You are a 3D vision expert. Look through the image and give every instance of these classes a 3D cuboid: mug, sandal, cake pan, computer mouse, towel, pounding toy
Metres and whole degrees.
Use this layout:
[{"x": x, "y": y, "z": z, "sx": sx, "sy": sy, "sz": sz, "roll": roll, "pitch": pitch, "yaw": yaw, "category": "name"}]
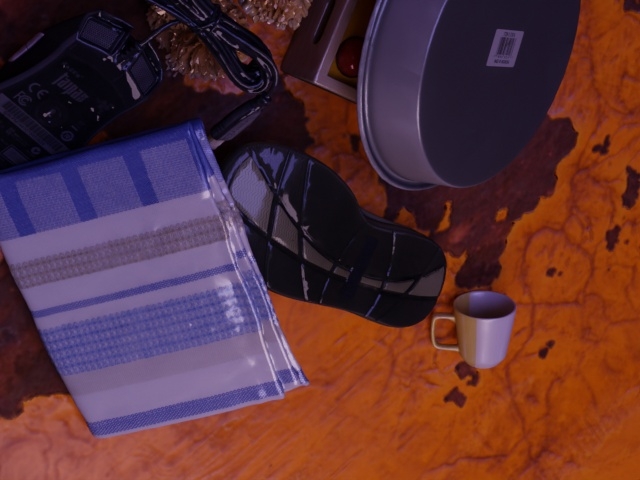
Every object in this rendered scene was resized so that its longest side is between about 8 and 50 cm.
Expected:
[{"x": 0.155, "y": 0.090, "z": 1.566, "sx": 0.062, "sy": 0.078, "sz": 0.064, "roll": -36, "pitch": 133, "yaw": -50, "category": "mug"}, {"x": 0.000, "y": 0.002, "z": 1.445, "sx": 0.303, "sy": 0.086, "sz": 0.120, "roll": 32, "pitch": 90, "yaw": -46, "category": "sandal"}, {"x": 0.143, "y": -0.175, "z": 1.403, "sx": 0.293, "sy": 0.054, "sz": 0.293, "roll": -33, "pitch": 136, "yaw": -40, "category": "cake pan"}, {"x": -0.162, "y": -0.123, "z": 1.294, "sx": 0.262, "sy": 0.060, "sz": 0.184, "roll": -37, "pitch": 125, "yaw": 25, "category": "computer mouse"}, {"x": -0.150, "y": 0.039, "z": 1.346, "sx": 0.209, "sy": 0.034, "sz": 0.285, "roll": -15, "pitch": 119, "yaw": 10, "category": "towel"}, {"x": 0.048, "y": -0.192, "z": 1.396, "sx": 0.130, "sy": 0.100, "sz": 0.141, "roll": 20, "pitch": 95, "yaw": -30, "category": "pounding toy"}]

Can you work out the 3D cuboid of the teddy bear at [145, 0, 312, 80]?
[{"x": -0.111, "y": -0.294, "z": 1.282, "sx": 0.245, "sy": 0.113, "sz": 0.338, "roll": -21, "pitch": 113, "yaw": -23, "category": "teddy bear"}]
